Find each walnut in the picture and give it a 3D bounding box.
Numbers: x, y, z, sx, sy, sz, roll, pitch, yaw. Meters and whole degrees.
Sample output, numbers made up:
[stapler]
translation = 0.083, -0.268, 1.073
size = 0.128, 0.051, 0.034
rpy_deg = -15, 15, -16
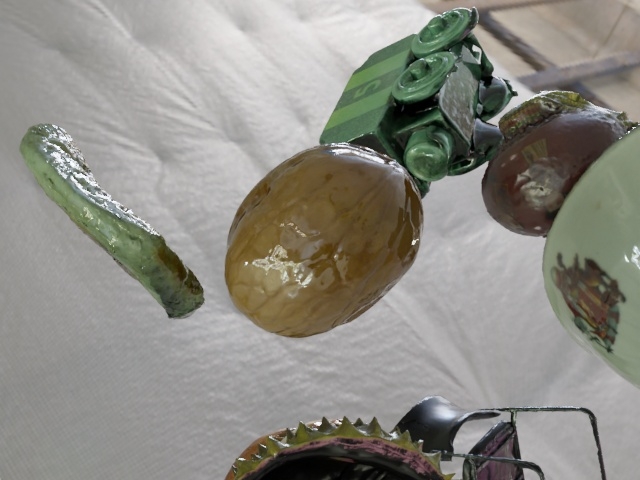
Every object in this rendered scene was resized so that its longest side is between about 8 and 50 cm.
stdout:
[walnut]
translation = 0.000, 0.000, 0.853
size = 0.167, 0.207, 0.167
rpy_deg = 41, -159, -19

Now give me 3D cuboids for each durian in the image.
[durian]
translation = 0.004, 0.158, 0.533
size = 0.187, 0.108, 0.119
rpy_deg = 9, -95, -18

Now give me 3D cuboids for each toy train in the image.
[toy train]
translation = 0.131, -0.181, 1.235
size = 0.167, 0.238, 0.299
rpy_deg = 53, -143, -24

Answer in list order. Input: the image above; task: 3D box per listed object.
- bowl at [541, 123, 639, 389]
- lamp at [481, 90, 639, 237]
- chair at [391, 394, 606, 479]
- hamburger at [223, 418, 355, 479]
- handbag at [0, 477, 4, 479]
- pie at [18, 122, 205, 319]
[bowl]
translation = 0.378, 0.052, 0.791
size = 0.337, 0.337, 0.157
rpy_deg = 16, -146, -8
[lamp]
translation = 0.232, -0.079, 0.915
size = 0.157, 0.156, 0.135
rpy_deg = -31, -92, -39
[chair]
translation = 0.208, 0.278, 1.089
size = 0.221, 0.145, 0.140
rpy_deg = 2, -158, 41
[hamburger]
translation = -0.003, 0.410, 1.369
size = 0.291, 0.225, 0.291
rpy_deg = 9, -107, -32
[handbag]
translation = -0.388, 0.350, 1.017
size = 0.315, 0.241, 0.109
rpy_deg = -19, -132, -7
[pie]
translation = -0.202, -0.016, 0.883
size = 0.054, 0.240, 0.240
rpy_deg = -42, -115, -9
